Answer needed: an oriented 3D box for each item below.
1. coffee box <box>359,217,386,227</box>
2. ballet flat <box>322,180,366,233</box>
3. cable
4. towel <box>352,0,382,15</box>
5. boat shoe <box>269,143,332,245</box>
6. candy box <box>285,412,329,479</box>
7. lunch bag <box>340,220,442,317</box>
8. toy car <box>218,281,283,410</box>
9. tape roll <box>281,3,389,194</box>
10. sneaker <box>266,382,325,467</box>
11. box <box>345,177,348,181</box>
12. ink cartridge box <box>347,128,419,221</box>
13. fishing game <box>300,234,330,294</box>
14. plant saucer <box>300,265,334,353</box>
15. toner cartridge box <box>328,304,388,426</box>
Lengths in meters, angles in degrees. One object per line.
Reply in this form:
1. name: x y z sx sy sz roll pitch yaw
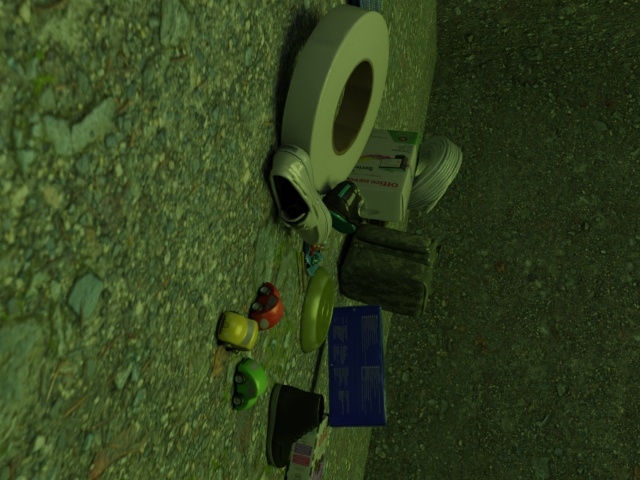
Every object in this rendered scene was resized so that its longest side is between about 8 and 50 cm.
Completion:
1. coffee box: 0.209 -0.135 2.033 0.246 0.098 0.141 -60 154 -57
2. ballet flat: 0.062 -0.077 1.291 0.096 0.095 0.280 -56 176 -4
3. cable: 0.328 -0.214 1.762 0.257 0.089 0.257 -52 -159 3
4. towel: 0.147 -0.623 1.565 0.336 0.040 0.243 -49 134 -65
5. boat shoe: -0.043 -0.065 1.111 0.268 0.096 0.088 78 29 -51
6. candy box: -0.032 0.584 1.550 0.165 0.070 0.196 40 59 -73
7. lunch bag: 0.229 0.074 1.836 0.213 0.305 0.256 86 22 -47
8. toy car: -0.122 0.211 1.031 0.239 0.053 0.225 -33 129 -71
9. tape roll: 0.039 -0.289 1.180 0.392 0.072 0.392 -57 159 -35
10. sneaker: -0.055 0.443 1.285 0.083 0.118 0.222 -51 146 -64
11. box: 0.045 -0.160 1.497 0.067 0.018 0.083 53 42 -39
12. ink cartridge box: 0.171 -0.200 1.640 0.117 0.201 0.278 81 22 -47
13. fishing game: 0.000 0.000 1.420 0.264 0.041 0.189 -63 158 -54
14. plant saucer: -0.002 0.192 1.522 0.241 0.037 0.241 8 90 -76
15. toner cartridge box: 0.109 0.371 1.650 0.075 0.165 0.348 62 26 -67
